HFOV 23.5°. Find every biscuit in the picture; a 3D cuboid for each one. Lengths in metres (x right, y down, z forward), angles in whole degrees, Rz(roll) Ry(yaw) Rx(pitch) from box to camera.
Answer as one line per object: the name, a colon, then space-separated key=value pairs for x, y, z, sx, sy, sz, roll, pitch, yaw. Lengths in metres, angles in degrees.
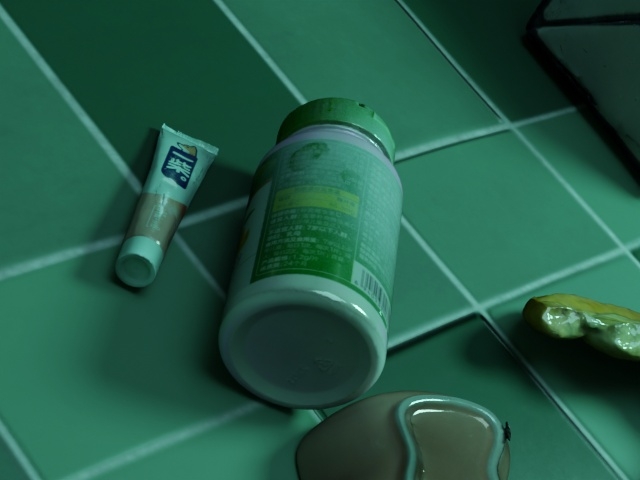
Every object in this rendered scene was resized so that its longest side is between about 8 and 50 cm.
biscuit: x=0.324 y=0.098 z=1.420 sx=0.299 sy=0.045 sz=0.154 roll=16 pitch=6 yaw=-4

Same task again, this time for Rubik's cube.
Rubik's cube: x=0.466 y=-0.257 z=1.726 sx=0.310 sy=0.305 sz=0.307 roll=-7 pitch=53 yaw=-39

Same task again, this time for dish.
dish: x=0.088 y=0.192 z=1.166 sx=0.213 sy=0.090 sz=0.213 roll=19 pitch=41 yaw=-17

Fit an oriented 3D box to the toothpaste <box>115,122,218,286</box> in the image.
toothpaste: x=-0.131 y=-0.035 z=1.294 sx=0.056 sy=0.036 sz=0.205 roll=28 pitch=35 yaw=-9

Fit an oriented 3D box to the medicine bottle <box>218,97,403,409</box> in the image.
medicine bottle: x=0.000 y=0.000 z=1.270 sx=0.133 sy=0.133 sz=0.274 roll=25 pitch=40 yaw=-12
